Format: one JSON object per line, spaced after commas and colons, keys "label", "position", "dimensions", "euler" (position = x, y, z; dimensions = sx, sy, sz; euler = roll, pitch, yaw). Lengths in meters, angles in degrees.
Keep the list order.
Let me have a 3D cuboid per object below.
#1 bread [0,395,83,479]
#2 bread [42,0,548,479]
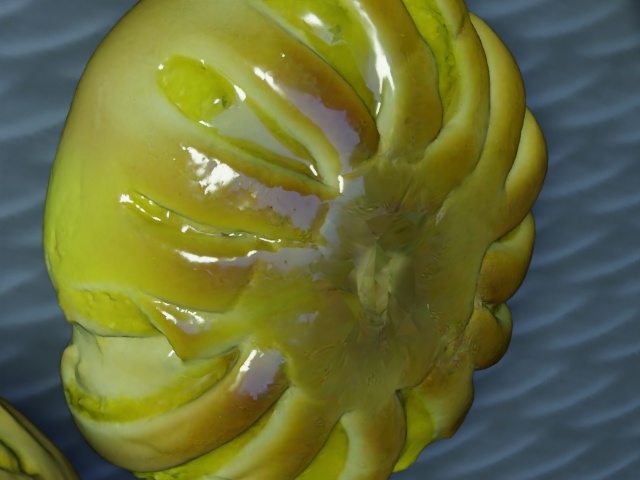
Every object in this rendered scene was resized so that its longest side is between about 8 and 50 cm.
{"label": "bread", "position": [-0.211, 0.144, 0.498], "dimensions": [0.333, 0.160, 0.333], "euler": [-29, 159, -12]}
{"label": "bread", "position": [0.000, 0.000, 0.651], "dimensions": [0.213, 0.105, 0.213], "euler": [-10, 108, -31]}
